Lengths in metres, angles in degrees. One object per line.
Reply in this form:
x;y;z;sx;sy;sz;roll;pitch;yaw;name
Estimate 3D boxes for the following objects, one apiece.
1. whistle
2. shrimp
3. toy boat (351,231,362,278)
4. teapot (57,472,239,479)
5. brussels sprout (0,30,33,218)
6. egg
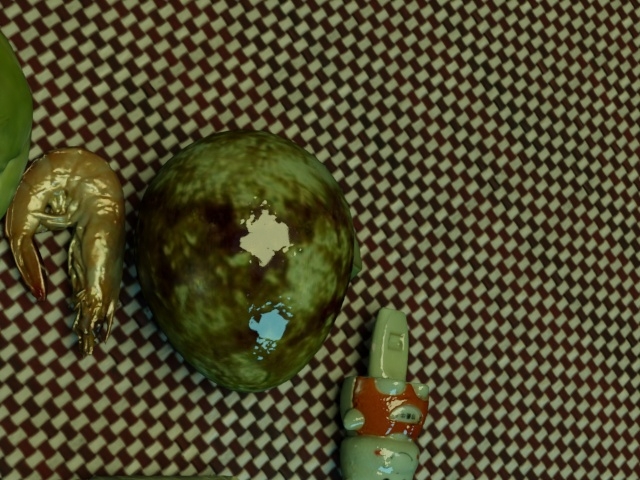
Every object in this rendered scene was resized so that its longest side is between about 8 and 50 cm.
0.076;0.207;1.539;0.102;0.106;0.253;32;62;-64;whistle
-0.275;0.011;1.407;0.133;0.053;0.236;3;78;-29;shrimp
0.001;0.000;1.543;0.185;0.071;0.089;71;20;-2;toy boat
-0.182;0.290;1.386;0.201;0.107;0.077;5;82;-26;teapot
-0.417;-0.108;1.243;0.274;0.243;0.316;24;73;-17;brussels sprout
-0.083;0.024;1.404;0.238;0.238;0.289;-2;99;-28;egg
